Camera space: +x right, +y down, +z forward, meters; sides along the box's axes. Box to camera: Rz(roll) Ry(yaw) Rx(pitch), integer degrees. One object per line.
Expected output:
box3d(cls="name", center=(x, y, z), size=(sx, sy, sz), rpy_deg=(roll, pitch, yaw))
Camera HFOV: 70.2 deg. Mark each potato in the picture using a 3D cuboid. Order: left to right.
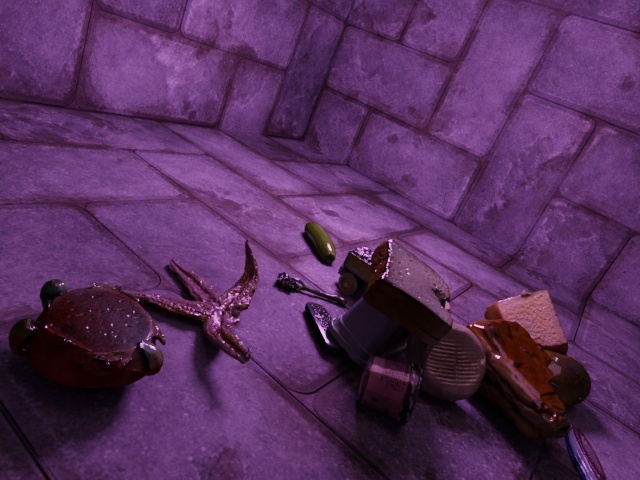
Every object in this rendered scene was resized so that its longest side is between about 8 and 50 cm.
box3d(cls="potato", center=(0.790, 0.459, 1.523), size=(0.229, 0.148, 0.197), rpy_deg=(28, 49, -4))

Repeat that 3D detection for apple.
box3d(cls="apple", center=(0.797, 0.320, 1.745), size=(0.314, 0.252, 0.309), rpy_deg=(30, -14, 25))

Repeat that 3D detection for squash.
box3d(cls="squash", center=(0.001, -0.002, 1.909), size=(0.082, 0.082, 0.292), rpy_deg=(12, 23, -27))

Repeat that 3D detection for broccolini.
box3d(cls="broccolini", center=(-0.026, 0.161, 1.525), size=(0.255, 0.057, 0.071), rpy_deg=(17, 64, -9))

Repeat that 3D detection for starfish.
box3d(cls="starfish", center=(-0.294, 0.141, 1.191), size=(0.384, 0.132, 0.398), rpy_deg=(18, 33, 7))

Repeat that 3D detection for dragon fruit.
box3d(cls="dragon fruit", center=(-0.445, 0.191, 0.896), size=(0.295, 0.129, 0.268), rpy_deg=(32, 22, 22))

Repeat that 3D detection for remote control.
box3d(cls="remote control", center=(0.007, 0.252, 1.350), size=(0.072, 0.042, 0.222), rpy_deg=(16, 21, -24))

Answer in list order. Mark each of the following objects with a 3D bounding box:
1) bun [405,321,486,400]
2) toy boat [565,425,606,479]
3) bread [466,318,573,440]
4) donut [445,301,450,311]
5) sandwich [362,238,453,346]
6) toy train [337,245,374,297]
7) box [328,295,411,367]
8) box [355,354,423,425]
box3d(cls="bun", center=(0.346, 0.338, 1.299), size=(0.230, 0.229, 0.145), rpy_deg=(22, -20, -4))
box3d(cls="toy boat", center=(0.738, 0.602, 1.269), size=(0.080, 0.045, 0.229), rpy_deg=(20, 22, 3))
box3d(cls="bread", center=(0.581, 0.418, 1.359), size=(0.314, 0.191, 0.369), rpy_deg=(12, 35, -42))
box3d(cls="donut", center=(0.444, 0.257, 1.767), size=(0.108, 0.065, 0.166), rpy_deg=(25, 20, 4))
box3d(cls="sandwich", center=(0.246, 0.135, 1.244), size=(0.249, 0.095, 0.273), rpy_deg=(35, 25, -4))
box3d(cls="toy train", center=(0.182, 0.139, 1.620), size=(0.261, 0.177, 0.134), rpy_deg=(33, 23, 27))
box3d(cls="box", center=(0.195, 0.230, 1.343), size=(0.312, 0.182, 0.175), rpy_deg=(-1, 44, -54))
box3d(cls="box", center=(0.164, 0.359, 1.121), size=(0.135, 0.151, 0.151), rpy_deg=(17, 20, 8))
